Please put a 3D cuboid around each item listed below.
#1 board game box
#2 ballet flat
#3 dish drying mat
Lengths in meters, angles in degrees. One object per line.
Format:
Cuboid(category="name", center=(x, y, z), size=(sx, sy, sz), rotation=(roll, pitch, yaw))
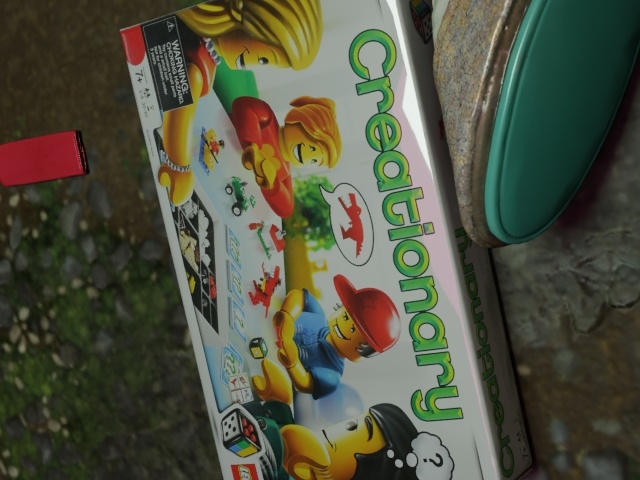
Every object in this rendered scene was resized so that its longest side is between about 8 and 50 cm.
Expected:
Cuboid(category="board game box", center=(0.000, 0.000, 0.686), size=(0.193, 0.053, 0.305), rotation=(-11, 94, 33))
Cuboid(category="ballet flat", center=(0.112, -0.155, 0.570), size=(0.106, 0.107, 0.316), rotation=(33, 112, 44))
Cuboid(category="dish drying mat", center=(-0.200, -0.058, 0.827), size=(0.083, 0.008, 0.032), rotation=(-6, 98, 32))
